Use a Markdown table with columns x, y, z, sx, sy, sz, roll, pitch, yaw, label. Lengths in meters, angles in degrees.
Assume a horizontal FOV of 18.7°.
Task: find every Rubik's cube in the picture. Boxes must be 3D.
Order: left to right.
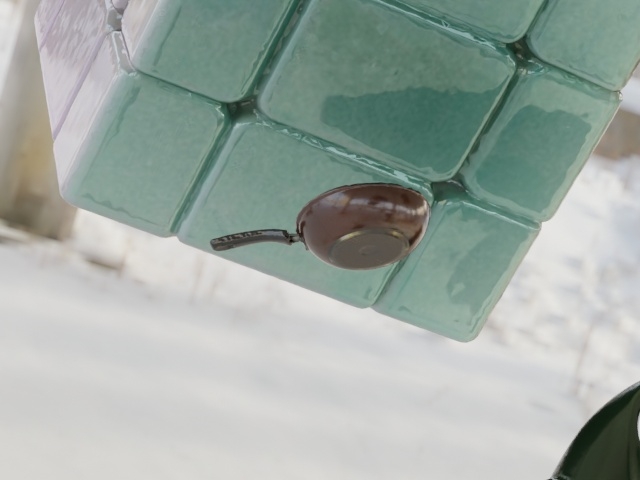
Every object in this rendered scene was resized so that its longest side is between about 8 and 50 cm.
| x | y | z | sx | sy | sz | roll | pitch | yaw | label |
| --- | --- | --- | --- | --- | --- | --- | --- | --- | --- |
| 0.011 | -0.170 | 1.338 | 0.322 | 0.316 | 0.318 | 19 | 22 | -20 | Rubik's cube |

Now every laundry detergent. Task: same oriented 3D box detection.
| x | y | z | sx | sy | sz | roll | pitch | yaw | label |
| --- | --- | --- | --- | --- | --- | --- | --- | --- | --- |
| 0.200 | 0.140 | 1.114 | 0.211 | 0.137 | 0.063 | 1 | -6 | -29 | laundry detergent |

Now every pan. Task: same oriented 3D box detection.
| x | y | z | sx | sy | sz | roll | pitch | yaw | label |
| --- | --- | --- | --- | --- | --- | --- | --- | --- | --- |
| 0.000 | 0.001 | 0.977 | 0.115 | 0.023 | 0.068 | -11 | -29 | 13 | pan |
